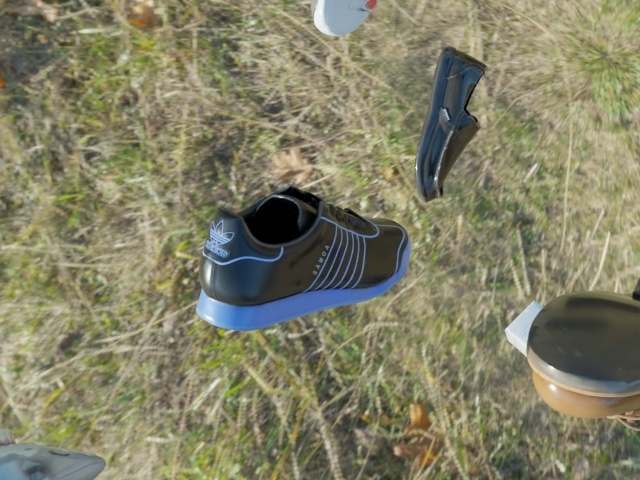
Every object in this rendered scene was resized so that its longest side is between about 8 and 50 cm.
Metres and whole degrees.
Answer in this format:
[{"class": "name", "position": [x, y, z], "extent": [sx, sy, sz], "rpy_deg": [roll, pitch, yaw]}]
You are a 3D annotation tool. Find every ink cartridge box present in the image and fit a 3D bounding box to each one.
[{"class": "ink cartridge box", "position": [0.280, 0.133, 1.109], "extent": [0.122, 0.088, 0.052], "rpy_deg": [41, 87, 18]}]

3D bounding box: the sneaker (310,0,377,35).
[{"class": "sneaker", "position": [0.011, -0.222, 0.688], "extent": [0.065, 0.061, 0.158], "rpy_deg": [5, 79, 38]}]

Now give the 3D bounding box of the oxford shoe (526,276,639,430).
[{"class": "oxford shoe", "position": [0.159, 0.065, 0.469], "extent": [0.076, 0.212, 0.076], "rpy_deg": [25, 108, 34]}]

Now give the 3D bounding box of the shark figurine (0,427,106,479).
[{"class": "shark figurine", "position": [-0.232, 0.168, 0.434], "extent": [0.278, 0.166, 0.116], "rpy_deg": [-30, 68, 42]}]

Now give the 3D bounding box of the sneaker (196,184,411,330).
[{"class": "sneaker", "position": [0.000, 0.000, 0.755], "extent": [0.081, 0.232, 0.090], "rpy_deg": [26, 118, 33]}]

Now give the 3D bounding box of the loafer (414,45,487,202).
[{"class": "loafer", "position": [0.182, -0.155, 1.312], "extent": [0.078, 0.080, 0.220], "rpy_deg": [13, 105, 10]}]
